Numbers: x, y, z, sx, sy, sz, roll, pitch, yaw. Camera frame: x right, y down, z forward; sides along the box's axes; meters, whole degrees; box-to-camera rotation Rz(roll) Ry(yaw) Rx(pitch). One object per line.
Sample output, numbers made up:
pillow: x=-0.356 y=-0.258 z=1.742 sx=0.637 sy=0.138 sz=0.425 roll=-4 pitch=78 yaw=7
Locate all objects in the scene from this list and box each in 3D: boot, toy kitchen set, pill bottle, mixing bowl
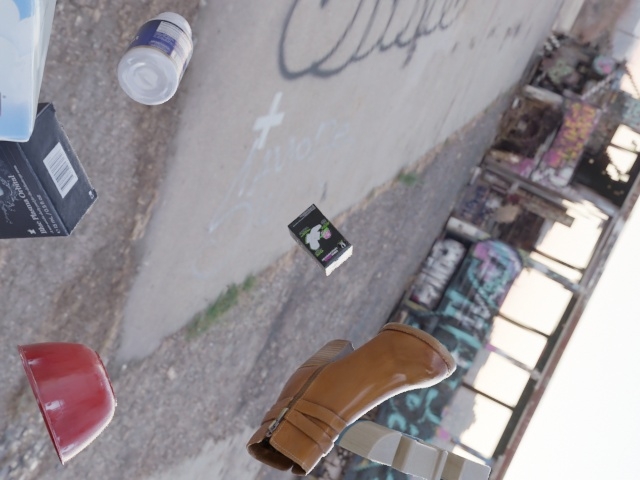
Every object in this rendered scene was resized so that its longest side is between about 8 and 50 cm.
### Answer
boot: x=0.033 y=0.220 z=1.115 sx=0.283 sy=0.109 sz=0.220 roll=-7 pitch=-150 yaw=47
toy kitchen set: x=0.081 y=0.324 z=1.028 sx=0.122 sy=0.207 sz=0.166 roll=6 pitch=-108 yaw=56
pill bottle: x=-0.256 y=-0.296 z=1.294 sx=0.169 sy=0.094 sz=0.094 roll=-82 pitch=-172 yaw=-51
mixing bowl: x=-0.350 y=0.215 z=1.154 sx=0.098 sy=0.181 sz=0.181 roll=-20 pitch=148 yaw=-23

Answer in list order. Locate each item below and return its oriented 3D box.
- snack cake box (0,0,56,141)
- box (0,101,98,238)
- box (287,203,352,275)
snack cake box: x=-0.237 y=-0.129 z=0.306 sx=0.152 sy=0.265 sz=0.089 roll=-102 pitch=-157 yaw=-44
box: x=-0.407 y=-0.088 z=1.075 sx=0.093 sy=0.158 sz=0.156 roll=-69 pitch=150 yaw=-47
box: x=0.000 y=0.000 z=1.161 sx=0.052 sy=0.083 sz=0.062 roll=-40 pitch=168 yaw=-7
